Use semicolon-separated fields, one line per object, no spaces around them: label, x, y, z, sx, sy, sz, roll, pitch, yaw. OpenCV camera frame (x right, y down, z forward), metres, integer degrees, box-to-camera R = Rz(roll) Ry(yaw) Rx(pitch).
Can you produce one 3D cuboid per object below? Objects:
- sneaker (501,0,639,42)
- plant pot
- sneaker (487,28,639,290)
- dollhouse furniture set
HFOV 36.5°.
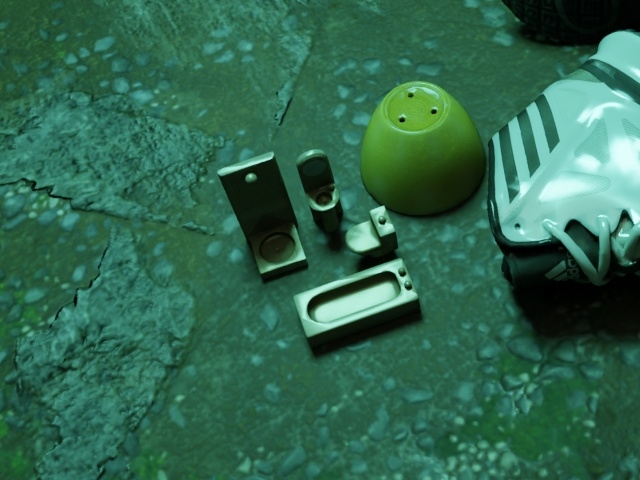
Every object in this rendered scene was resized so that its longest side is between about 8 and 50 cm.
sneaker;0.337;-0.300;1.082;0.286;0.109;0.130;-1;51;0
plant pot;0.101;-0.108;0.999;0.134;0.095;0.134;-5;57;8
sneaker;0.315;0.015;0.866;0.257;0.169;0.447;-37;50;-2
dollhouse furniture set;0.000;0.000;0.934;0.144;0.123;0.151;-19;57;-1
